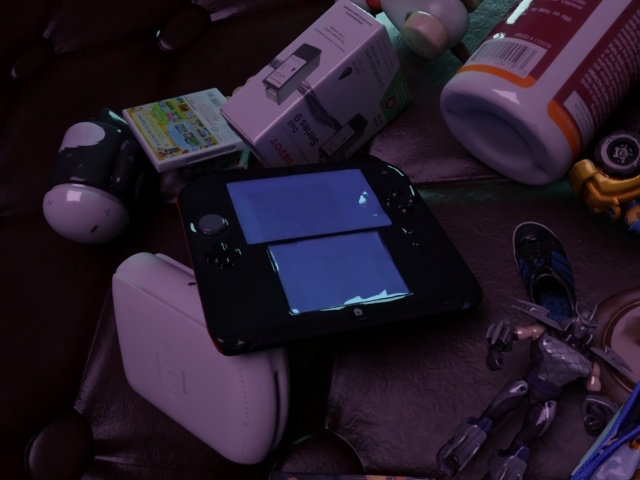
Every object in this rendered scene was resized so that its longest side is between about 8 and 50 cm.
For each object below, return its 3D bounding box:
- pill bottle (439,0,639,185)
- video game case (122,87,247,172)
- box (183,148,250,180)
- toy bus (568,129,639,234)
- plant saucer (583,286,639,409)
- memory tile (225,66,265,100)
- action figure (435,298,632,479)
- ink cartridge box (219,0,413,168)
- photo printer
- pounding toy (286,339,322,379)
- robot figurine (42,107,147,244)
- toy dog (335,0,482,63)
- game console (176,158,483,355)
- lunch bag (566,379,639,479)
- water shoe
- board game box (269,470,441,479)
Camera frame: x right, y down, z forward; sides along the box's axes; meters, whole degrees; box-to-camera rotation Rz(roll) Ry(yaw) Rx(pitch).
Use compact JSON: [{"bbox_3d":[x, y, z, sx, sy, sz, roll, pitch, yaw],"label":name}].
[{"bbox_3d":[0.384,-0.296,0.926,0.224,0.224,0.392,36,82,33],"label":"pill bottle"},{"bbox_3d":[-0.260,-0.225,1.207,0.207,0.026,0.227,-20,46,-22],"label":"video game case"},{"bbox_3d":[-0.209,-0.175,1.240,0.137,0.027,0.093,-5,62,21],"label":"box"},{"bbox_3d":[0.483,-0.059,0.825,0.220,0.149,0.211,-23,73,14],"label":"toy bus"},{"bbox_3d":[0.441,0.145,0.787,0.199,0.036,0.198,-10,60,18],"label":"plant saucer"},{"bbox_3d":[-0.141,-0.299,1.285,0.148,0.012,0.113,-36,56,3],"label":"memory tile"},{"bbox_3d":[0.269,0.199,0.764,0.185,0.099,0.285,35,98,19],"label":"action figure"},{"bbox_3d":[0.000,-0.239,1.074,0.289,0.211,0.121,-42,57,0],"label":"ink cartridge box"},{"bbox_3d":[-0.175,0.181,0.919,0.308,0.255,0.107,24,36,31],"label":"photo printer"},{"bbox_3d":[-0.089,0.109,0.992,0.183,0.110,0.236,7,68,26],"label":"pounding toy"},{"bbox_3d":[-0.452,-0.127,1.239,0.174,0.209,0.278,9,64,-5],"label":"robot figurine"},{"bbox_3d":[0.177,-0.412,1.150,0.220,0.161,0.333,-35,41,7],"label":"toy dog"},{"bbox_3d":[0.000,0.000,0.904,0.387,0.060,0.342,-8,41,-17],"label":"game console"},{"bbox_3d":[0.409,0.250,0.570,0.386,0.328,0.238,-26,51,11],"label":"lunch bag"},{"bbox_3d":[0.324,0.050,0.859,0.073,0.080,0.203,-18,59,14],"label":"water shoe"},{"bbox_3d":[0.041,0.404,0.822,0.244,0.042,0.165,-6,62,21],"label":"board game box"}]
